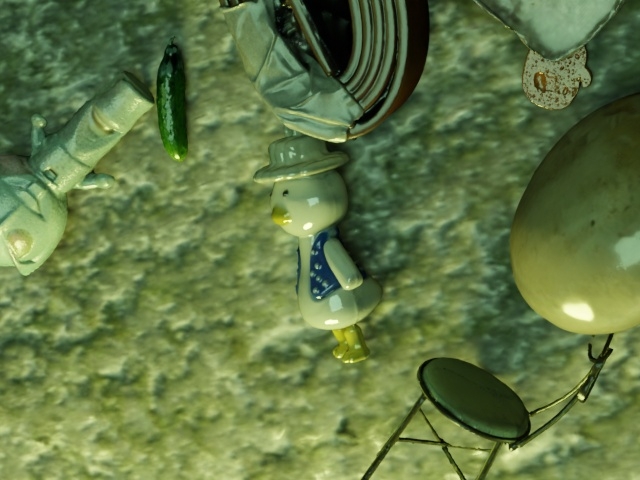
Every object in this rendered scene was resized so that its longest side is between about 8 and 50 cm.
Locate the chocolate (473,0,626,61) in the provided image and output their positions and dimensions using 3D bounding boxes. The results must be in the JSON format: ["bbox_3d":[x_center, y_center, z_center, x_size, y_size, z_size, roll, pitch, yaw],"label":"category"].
[{"bbox_3d":[0.206,-0.346,1.355,0.303,0.100,0.185,42,105,1],"label":"chocolate"}]

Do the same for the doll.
[{"bbox_3d":[0.000,0.000,1.485,0.119,0.138,0.293,-17,100,-20],"label":"doll"}]

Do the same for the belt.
[{"bbox_3d":[-0.001,-0.279,1.426,0.217,0.122,0.338,-19,94,19],"label":"belt"}]

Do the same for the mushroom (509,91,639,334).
[{"bbox_3d":[0.356,0.003,1.299,0.290,0.292,0.292,44,111,-13],"label":"mushroom"}]

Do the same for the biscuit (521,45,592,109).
[{"bbox_3d":[0.267,-0.191,1.412,0.078,0.015,0.091,20,107,12],"label":"biscuit"}]

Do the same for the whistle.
[{"bbox_3d":[-0.349,-0.078,1.587,0.346,0.134,0.142,-42,83,11],"label":"whistle"}]

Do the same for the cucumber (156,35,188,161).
[{"bbox_3d":[-0.185,-0.173,1.553,0.037,0.037,0.155,2,101,18],"label":"cucumber"}]

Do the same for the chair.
[{"bbox_3d":[0.187,0.189,1.445,0.170,0.160,0.325,33,113,8],"label":"chair"}]
